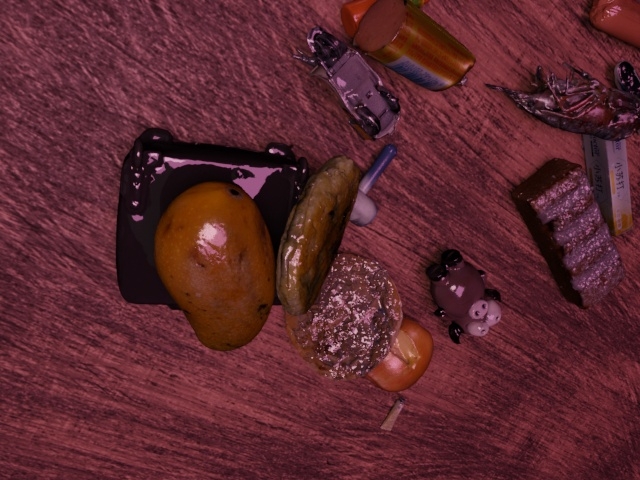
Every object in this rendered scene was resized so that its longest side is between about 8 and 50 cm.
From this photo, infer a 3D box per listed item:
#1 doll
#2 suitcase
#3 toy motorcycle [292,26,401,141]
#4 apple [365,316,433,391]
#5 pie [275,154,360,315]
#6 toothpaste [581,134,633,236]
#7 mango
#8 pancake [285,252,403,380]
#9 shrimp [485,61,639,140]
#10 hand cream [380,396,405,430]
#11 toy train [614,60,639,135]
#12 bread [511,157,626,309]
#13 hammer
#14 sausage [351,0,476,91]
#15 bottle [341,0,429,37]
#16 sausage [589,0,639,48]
[{"bbox_3d":[0.360,0.141,1.243,0.182,0.117,0.257,-40,112,-10],"label":"doll"},{"bbox_3d":[-0.204,-0.026,0.957,0.346,0.188,0.339,3,107,-20],"label":"suitcase"},{"bbox_3d":[0.056,-0.303,0.981,0.091,0.157,0.263,-47,117,-4],"label":"toy motorcycle"},{"bbox_3d":[0.175,0.263,1.187,0.199,0.199,0.199,-6,108,-18],"label":"apple"},{"bbox_3d":[0.000,0.000,0.935,0.071,0.323,0.322,17,102,13],"label":"pie"},{"bbox_3d":[0.749,-0.167,1.300,0.071,0.089,0.312,-22,112,-7],"label":"toothpaste"},{"bbox_3d":[-0.164,0.060,0.831,0.175,0.177,0.329,-45,132,-48],"label":"mango"},{"bbox_3d":[0.053,0.168,1.114,0.283,0.049,0.282,-1,79,7],"label":"pancake"},{"bbox_3d":[0.571,-0.336,1.168,0.372,0.172,0.137,24,118,-4],"label":"shrimp"},{"bbox_3d":[0.197,0.467,1.341,0.035,0.022,0.102,20,104,-24],"label":"hand cream"},{"bbox_3d":[0.803,-0.363,1.278,0.234,0.051,0.052,43,89,-21],"label":"toy train"},{"bbox_3d":[0.659,-0.007,1.304,0.165,0.113,0.416,-39,116,-2],"label":"bread"},{"bbox_3d":[0.108,-0.131,1.103,0.116,0.069,0.193,37,87,-23],"label":"hammer"},{"bbox_3d":[0.215,-0.381,1.010,0.318,0.117,0.125,9,126,-43],"label":"sausage"},{"bbox_3d":[0.136,-0.469,1.003,0.187,0.069,0.069,-24,113,-9],"label":"bottle"},{"bbox_3d":[0.765,-0.514,1.198,0.289,0.086,0.086,10,103,-23],"label":"sausage"}]
